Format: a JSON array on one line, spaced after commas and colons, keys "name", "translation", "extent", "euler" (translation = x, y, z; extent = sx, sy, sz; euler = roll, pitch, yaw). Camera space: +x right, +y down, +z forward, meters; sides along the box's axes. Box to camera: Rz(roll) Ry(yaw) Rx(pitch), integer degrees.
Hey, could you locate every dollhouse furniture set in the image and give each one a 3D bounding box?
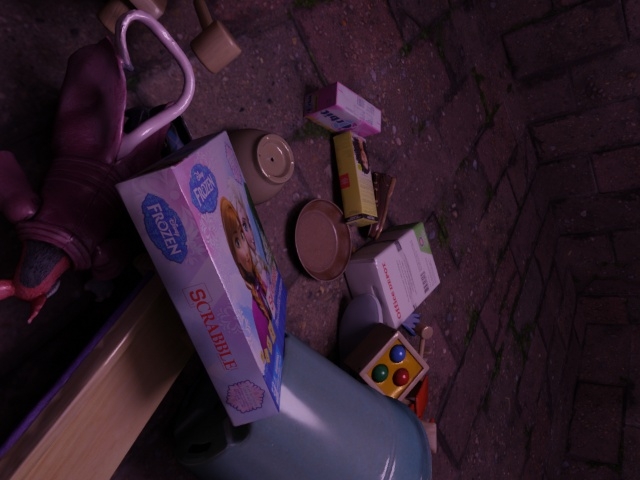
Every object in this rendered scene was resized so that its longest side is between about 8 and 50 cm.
[{"name": "dollhouse furniture set", "translation": [0.248, 0.430, 1.110], "extent": [0.259, 0.135, 0.262], "euler": [-17, 106, -65]}]

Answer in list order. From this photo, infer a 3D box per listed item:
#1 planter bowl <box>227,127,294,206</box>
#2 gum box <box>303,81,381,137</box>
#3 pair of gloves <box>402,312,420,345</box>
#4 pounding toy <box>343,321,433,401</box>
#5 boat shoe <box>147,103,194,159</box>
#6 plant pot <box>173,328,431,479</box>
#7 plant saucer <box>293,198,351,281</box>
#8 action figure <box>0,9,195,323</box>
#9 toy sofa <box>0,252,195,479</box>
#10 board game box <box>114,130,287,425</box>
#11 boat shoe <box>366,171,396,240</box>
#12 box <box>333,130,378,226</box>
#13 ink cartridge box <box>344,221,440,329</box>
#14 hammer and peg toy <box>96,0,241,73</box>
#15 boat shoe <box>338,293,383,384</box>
[{"name": "planter bowl", "translation": [-0.122, -0.153, 0.873], "extent": [0.162, 0.109, 0.162], "euler": [7, 80, -47]}, {"name": "gum box", "translation": [0.062, -0.317, 1.097], "extent": [0.188, 0.107, 0.062], "euler": [15, 74, -45]}, {"name": "pair of gloves", "translation": [0.250, 0.279, 1.285], "extent": [0.159, 0.023, 0.198], "euler": [28, 64, -40]}, {"name": "pounding toy", "translation": [0.194, 0.271, 0.985], "extent": [0.206, 0.094, 0.181], "euler": [-44, 108, -13]}, {"name": "boat shoe", "translation": [-0.234, -0.133, 0.772], "extent": [0.080, 0.076, 0.228], "euler": [-34, 110, -44]}, {"name": "plant pot", "translation": [-0.044, 0.339, 0.756], "extent": [0.334, 0.341, 0.341], "euler": [47, 53, -22]}, {"name": "plant saucer", "translation": [0.000, 0.000, 1.039], "extent": [0.198, 0.036, 0.198], "euler": [8, 79, -46]}, {"name": "action figure", "translation": [-0.292, -0.064, 0.576], "extent": [0.248, 0.276, 0.370], "euler": [43, 41, -42]}, {"name": "toy sofa", "translation": [-0.291, 0.198, 0.564], "extent": [0.362, 0.177, 0.150], "euler": [-60, 145, -33]}, {"name": "board game box", "translation": [-0.130, 0.023, 0.616], "extent": [0.318, 0.066, 0.318], "euler": [-98, 170, -69]}, {"name": "boat shoe", "translation": [0.151, -0.098, 1.201], "extent": [0.073, 0.073, 0.207], "euler": [19, 62, -5]}, {"name": "box", "translation": [0.091, -0.156, 1.116], "extent": [0.087, 0.058, 0.232], "euler": [6, 74, -55]}, {"name": "ink cartridge box", "translation": [0.199, 0.091, 1.185], "extent": [0.273, 0.115, 0.198], "euler": [-31, 107, -45]}, {"name": "hammer and peg toy", "translation": [-0.292, -0.398, 0.638], "extent": [0.361, 0.127, 0.266], "euler": [44, 11, -35]}, {"name": "boat shoe", "translation": [0.117, 0.284, 1.075], "extent": [0.105, 0.113, 0.306], "euler": [8, 82, -53]}]
